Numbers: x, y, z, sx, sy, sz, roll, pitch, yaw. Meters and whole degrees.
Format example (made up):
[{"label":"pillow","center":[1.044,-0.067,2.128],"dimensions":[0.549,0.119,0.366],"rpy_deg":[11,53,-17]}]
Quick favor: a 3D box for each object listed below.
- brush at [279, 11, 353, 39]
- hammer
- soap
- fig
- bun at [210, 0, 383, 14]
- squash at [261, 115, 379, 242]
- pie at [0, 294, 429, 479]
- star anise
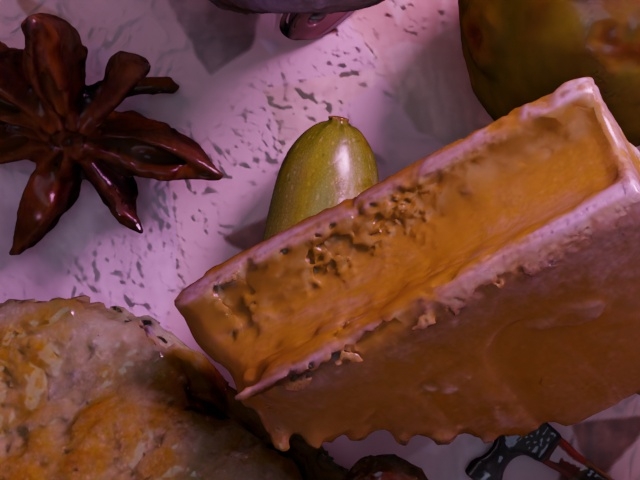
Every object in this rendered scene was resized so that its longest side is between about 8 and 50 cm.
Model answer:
[{"label":"brush","center":[0.088,-0.263,1.513],"dimensions":[0.313,0.072,0.067],"rpy_deg":[-37,64,3]},{"label":"hammer","center":[0.256,0.218,1.496],"dimensions":[0.288,0.033,0.111],"rpy_deg":[37,89,2]},{"label":"soap","center":[0.115,0.080,1.407],"dimensions":[0.339,0.304,0.169],"rpy_deg":[-28,44,12]},{"label":"fig","center":[0.216,-0.167,1.429],"dimensions":[0.230,0.207,0.207],"rpy_deg":[-5,87,2]},{"label":"bun","center":[-0.020,-0.326,1.393],"dimensions":[0.211,0.362,0.361],"rpy_deg":[-11,86,-38]},{"label":"squash","center":[0.000,0.000,1.483],"dimensions":[0.095,0.095,0.188],"rpy_deg":[16,85,2]},{"label":"pie","center":[-0.159,0.257,1.439],"dimensions":[0.418,0.180,0.395],"rpy_deg":[22,82,15]},{"label":"star anise","center":[-0.194,-0.087,1.481],"dimensions":[0.196,0.111,0.212],"rpy_deg":[-41,118,18]}]
